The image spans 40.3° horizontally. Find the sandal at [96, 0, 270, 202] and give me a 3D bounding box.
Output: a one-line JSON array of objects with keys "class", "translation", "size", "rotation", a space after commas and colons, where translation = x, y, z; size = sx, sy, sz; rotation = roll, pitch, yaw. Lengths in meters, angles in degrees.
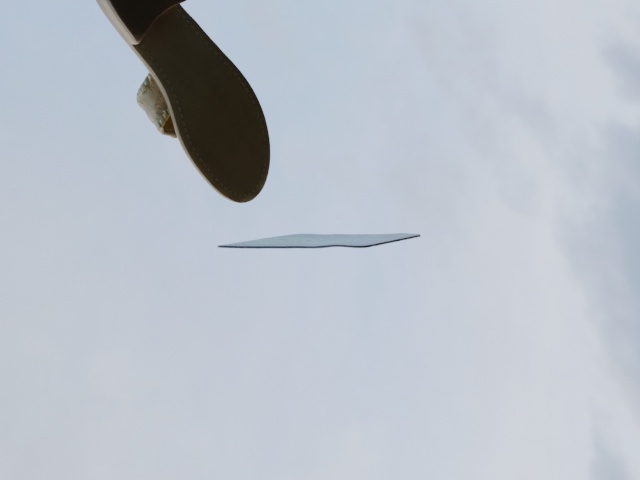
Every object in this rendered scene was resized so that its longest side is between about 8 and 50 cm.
[{"class": "sandal", "translation": [-0.129, -0.142, 0.771], "size": [0.088, 0.079, 0.240], "rotation": [-45, -59, -25]}]

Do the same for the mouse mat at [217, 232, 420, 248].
[{"class": "mouse mat", "translation": [0.000, 0.000, 0.976], "size": [0.152, 0.189, 0.007], "rotation": [-10, -82, -60]}]
